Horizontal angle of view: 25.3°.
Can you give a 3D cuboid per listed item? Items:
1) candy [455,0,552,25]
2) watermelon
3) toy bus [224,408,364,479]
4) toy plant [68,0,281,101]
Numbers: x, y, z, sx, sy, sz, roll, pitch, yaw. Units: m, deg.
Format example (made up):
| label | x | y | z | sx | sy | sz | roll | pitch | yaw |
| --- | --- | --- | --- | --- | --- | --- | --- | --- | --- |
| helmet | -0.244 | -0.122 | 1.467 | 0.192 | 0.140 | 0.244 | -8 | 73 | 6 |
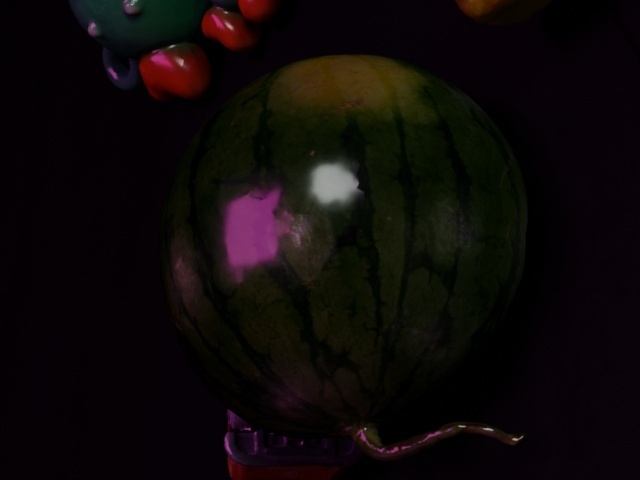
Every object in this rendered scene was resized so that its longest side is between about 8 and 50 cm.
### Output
| label | x | y | z | sx | sy | sz | roll | pitch | yaw |
| --- | --- | --- | --- | --- | --- | --- | --- | --- | --- |
| candy | 0.131 | -0.196 | 0.698 | 0.199 | 0.094 | 0.106 | -36 | 82 | 42 |
| watermelon | -0.002 | -0.006 | 0.744 | 0.204 | 0.127 | 0.232 | -9 | 58 | 25 |
| toy bus | -0.022 | 0.062 | 0.847 | 0.077 | 0.079 | 0.174 | 106 | 163 | -58 |
| toy plant | -0.138 | -0.299 | 1.089 | 0.185 | 0.279 | 0.400 | -60 | -23 | -56 |
